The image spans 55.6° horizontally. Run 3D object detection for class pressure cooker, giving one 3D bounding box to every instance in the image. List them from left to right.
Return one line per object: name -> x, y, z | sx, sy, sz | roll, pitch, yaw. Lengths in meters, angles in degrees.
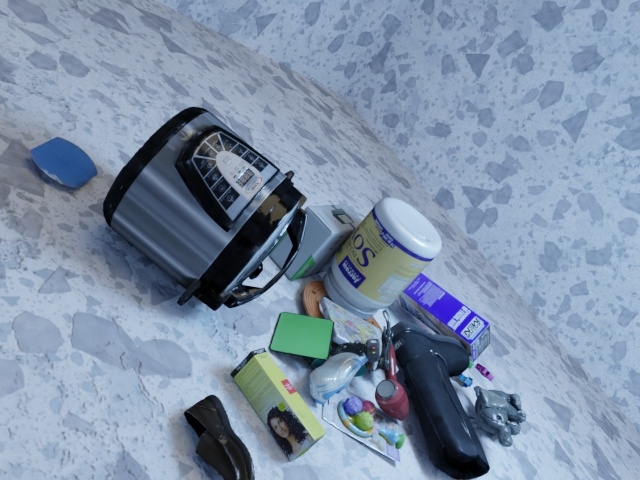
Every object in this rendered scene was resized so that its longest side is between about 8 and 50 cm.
pressure cooker -> -0.242, -0.062, 1.445 | 0.420, 0.370, 0.375 | 41, 12, -4

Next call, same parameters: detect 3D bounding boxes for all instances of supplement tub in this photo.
supplement tub -> 0.183, 0.058, 1.865 | 0.241, 0.331, 0.241 | 30, 27, -17

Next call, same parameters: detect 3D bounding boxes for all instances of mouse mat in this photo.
mouse mat -> -0.045, 0.246, 1.579 | 0.152, 0.007, 0.190 | 10, 26, 3

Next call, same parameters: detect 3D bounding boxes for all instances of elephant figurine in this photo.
elephant figurine -> 0.528, 0.537, 1.876 | 0.239, 0.185, 0.170 | 12, 69, -52

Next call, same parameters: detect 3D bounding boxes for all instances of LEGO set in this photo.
LEGO set -> 0.494, 0.450, 2.060 | 0.093, 0.087, 0.227 | 43, -7, -22

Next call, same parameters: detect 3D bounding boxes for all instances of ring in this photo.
ring -> 0.075, 0.255, 1.827 | 0.336, 0.032, 0.337 | 36, 22, -17

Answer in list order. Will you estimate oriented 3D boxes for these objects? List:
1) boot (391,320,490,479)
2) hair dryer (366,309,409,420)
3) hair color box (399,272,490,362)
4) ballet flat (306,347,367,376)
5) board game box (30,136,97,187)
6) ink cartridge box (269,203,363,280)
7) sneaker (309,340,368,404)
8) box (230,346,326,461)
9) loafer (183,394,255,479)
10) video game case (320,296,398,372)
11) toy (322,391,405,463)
boot -> 0.387, 0.476, 1.779 | 0.366, 0.146, 0.445 | 23, 28, -34
hair dryer -> 0.194, 0.349, 1.594 | 0.223, 0.080, 0.294 | -39, 122, -64
hair color box -> 0.424, 0.256, 2.110 | 0.338, 0.110, 0.185 | 37, -14, 30
ballet flat -> 0.042, 0.312, 1.620 | 0.203, 0.074, 0.074 | 20, 30, -38
board game box -> -0.626, -0.180, 1.476 | 0.133, 0.033, 0.169 | 43, 27, -10
ink cartridge box -> 0.000, 0.000, 1.936 | 0.121, 0.211, 0.289 | 46, 21, 16
sneaker -> 0.052, 0.327, 1.531 | 0.085, 0.086, 0.237 | 18, 30, 33
box -> -0.093, 0.348, 1.306 | 0.232, 0.087, 0.058 | 49, 23, 21
loafer -> -0.190, 0.385, 1.111 | 0.078, 0.080, 0.220 | -8, 39, -33
video game case -> 0.108, 0.270, 1.739 | 0.226, 0.026, 0.206 | 32, 15, -22
toy -> 0.117, 0.442, 1.517 | 0.237, 0.056, 0.137 | 36, 21, -13
